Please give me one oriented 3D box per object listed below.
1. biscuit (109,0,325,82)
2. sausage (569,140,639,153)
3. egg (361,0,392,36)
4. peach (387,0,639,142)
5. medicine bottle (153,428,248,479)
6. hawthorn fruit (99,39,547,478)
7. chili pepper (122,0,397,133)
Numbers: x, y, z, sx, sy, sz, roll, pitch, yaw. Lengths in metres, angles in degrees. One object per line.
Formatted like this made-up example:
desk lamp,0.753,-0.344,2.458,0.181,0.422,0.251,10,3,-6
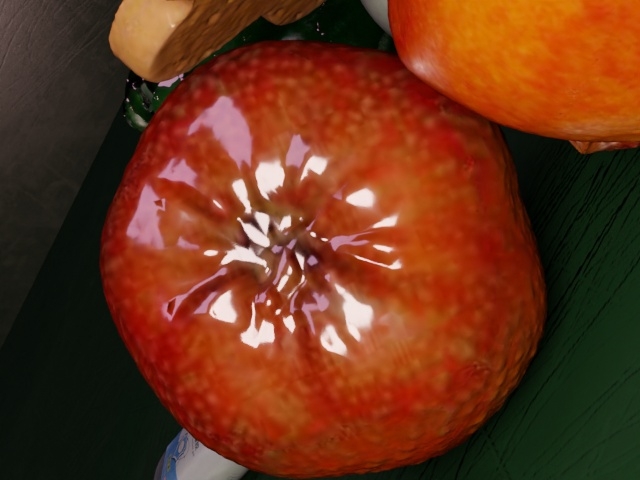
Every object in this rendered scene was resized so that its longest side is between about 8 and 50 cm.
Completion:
biscuit,0.020,-0.229,0.914,0.355,0.052,0.275,-40,-10,-16
sausage,0.192,-0.208,0.951,0.097,0.094,0.348,137,146,-63
egg,0.104,-0.215,1.148,0.168,0.168,0.231,-65,9,-2
peach,0.168,-0.188,0.736,0.308,0.289,0.289,-56,16,-6
medicine bottle,-0.079,0.165,1.336,0.208,0.054,0.090,-51,22,36
hawthorn fruit,-0.001,0.009,0.977,0.275,0.275,0.300,-64,8,0
chili pepper,-0.032,-0.158,1.372,0.256,0.233,0.248,-60,21,-17
